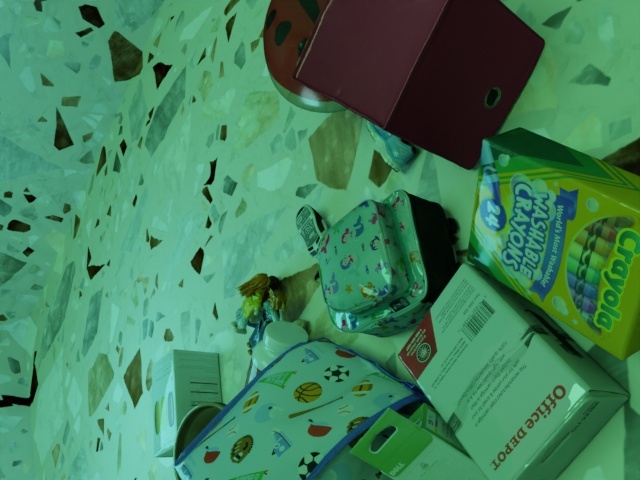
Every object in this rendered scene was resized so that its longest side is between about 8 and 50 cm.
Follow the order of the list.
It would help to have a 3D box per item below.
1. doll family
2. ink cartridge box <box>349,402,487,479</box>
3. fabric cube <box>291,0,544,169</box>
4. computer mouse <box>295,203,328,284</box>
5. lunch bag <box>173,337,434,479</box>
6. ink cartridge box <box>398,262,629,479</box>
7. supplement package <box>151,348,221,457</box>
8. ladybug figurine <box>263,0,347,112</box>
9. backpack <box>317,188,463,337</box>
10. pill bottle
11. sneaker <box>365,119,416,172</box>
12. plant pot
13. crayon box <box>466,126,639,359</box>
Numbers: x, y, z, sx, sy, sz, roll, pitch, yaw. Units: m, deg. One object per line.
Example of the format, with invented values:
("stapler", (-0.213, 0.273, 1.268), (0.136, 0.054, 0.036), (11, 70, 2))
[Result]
("doll family", (-0.129, 0.171, 1.445), (0.163, 0.119, 0.263), (-62, 39, 20))
("ink cartridge box", (0.161, 0.319, 0.946), (0.109, 0.209, 0.062), (-55, 5, 27))
("fabric cube", (0.161, -0.304, 1.057), (0.259, 0.258, 0.254), (40, 108, 41))
("computer mouse", (0.000, 0.000, 1.397), (0.106, 0.042, 0.192), (-50, 49, 38))
("lunch bag", (-0.014, 0.372, 1.121), (0.385, 0.239, 0.328), (-49, 32, -15))
("ink cartridge box", (0.265, 0.195, 0.920), (0.196, 0.114, 0.272), (-59, 39, 21))
("supplement package", (-0.346, 0.424, 1.640), (0.139, 0.134, 0.243), (-38, 51, 41))
("ladybug figurine", (0.010, -0.444, 1.338), (0.305, 0.162, 0.449), (-31, 46, 6))
("backpack", (0.104, 0.055, 1.130), (0.253, 0.191, 0.225), (-39, 51, 46))
("pill bottle", (-0.093, 0.284, 1.329), (0.121, 0.121, 0.216), (44, 127, 49))
("sneaker", (0.147, -0.211, 1.266), (0.073, 0.063, 0.162), (-35, 54, 19))
("plant pot", (-0.223, 0.494, 1.456), (0.238, 0.110, 0.237), (-10, 73, 36))
("crayon box", (0.339, 0.005, 0.813), (0.323, 0.083, 0.203), (38, 139, 45))
